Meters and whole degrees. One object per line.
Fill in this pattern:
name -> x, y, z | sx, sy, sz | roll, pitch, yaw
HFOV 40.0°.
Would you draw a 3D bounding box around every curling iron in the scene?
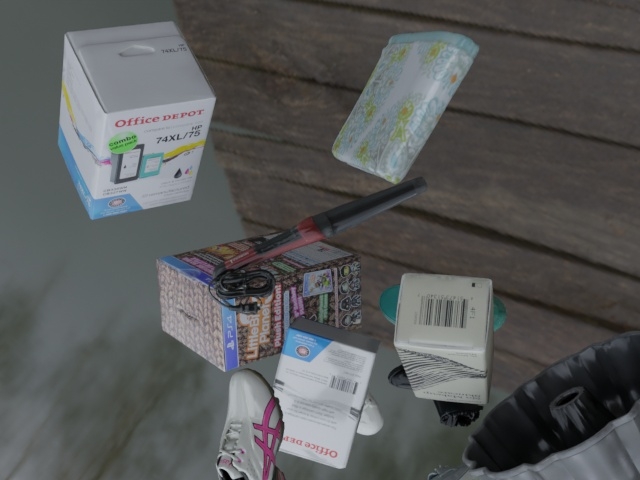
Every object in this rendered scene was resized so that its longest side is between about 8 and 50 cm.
curling iron -> 0.000, 0.000, 0.977 | 0.068, 0.274, 0.035 | 60, 169, -1

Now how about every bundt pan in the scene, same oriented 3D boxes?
bundt pan -> 0.360, 0.259, 1.172 | 0.124, 0.331, 0.331 | 57, 145, -3

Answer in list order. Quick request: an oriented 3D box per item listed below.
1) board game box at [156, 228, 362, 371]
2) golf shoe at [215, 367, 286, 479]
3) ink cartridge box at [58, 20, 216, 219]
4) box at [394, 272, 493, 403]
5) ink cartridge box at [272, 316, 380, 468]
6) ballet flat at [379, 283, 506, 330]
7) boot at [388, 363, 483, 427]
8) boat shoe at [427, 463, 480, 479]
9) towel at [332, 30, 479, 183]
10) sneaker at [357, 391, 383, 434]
board game box -> -0.108, 0.095, 1.570 | 0.232, 0.291, 0.141 | 21, 119, 52
golf shoe -> -0.086, 0.245, 1.037 | 0.067, 0.186, 0.086 | -12, 171, 31
ink cartridge box -> -0.327, -0.209, 1.527 | 0.197, 0.198, 0.270 | 60, 148, 27
box -> 0.166, 0.133, 1.133 | 0.113, 0.094, 0.275 | 3, 158, 14
ink cartridge box -> 0.000, 0.247, 1.432 | 0.148, 0.086, 0.203 | 16, 101, 7
ballet flat -> 0.210, 0.120, 1.480 | 0.087, 0.083, 0.247 | 12, 173, -41
boot -> 0.168, 0.226, 1.277 | 0.121, 0.099, 0.045 | 1, 131, -21
boat shoe -> 0.227, 0.438, 1.572 | 0.081, 0.227, 0.079 | 26, 120, 33
towel -> 0.169, -0.288, 1.869 | 0.090, 0.321, 0.374 | 26, -177, -19
sneaker -> 0.050, 0.361, 2.106 | 0.290, 0.106, 0.123 | 48, 168, -6
